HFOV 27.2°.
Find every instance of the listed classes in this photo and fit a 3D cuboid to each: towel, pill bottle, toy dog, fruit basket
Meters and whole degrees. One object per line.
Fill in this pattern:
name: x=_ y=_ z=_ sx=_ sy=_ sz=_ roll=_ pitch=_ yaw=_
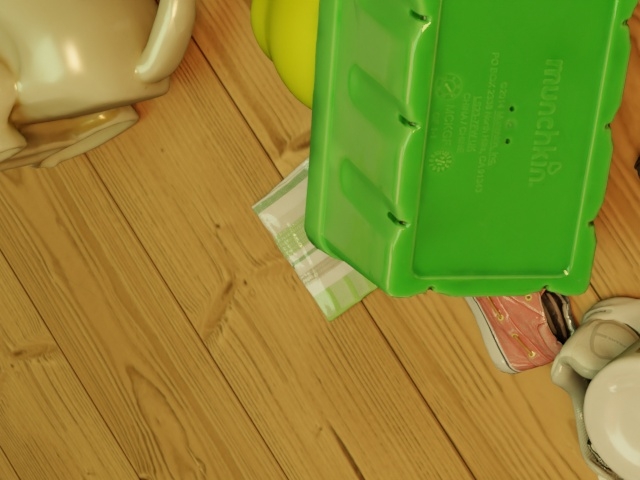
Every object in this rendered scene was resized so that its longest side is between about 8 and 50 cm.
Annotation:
towel: x=0.000 y=0.000 z=1.371 sx=0.113 sy=0.023 sz=0.152 roll=-39 pitch=82 yaw=43
pill bottle: x=0.300 y=0.113 z=1.052 sx=0.112 sy=0.187 sz=0.112 roll=17 pitch=118 yaw=35
toy dog: x=-0.346 y=-0.292 z=1.372 sx=0.395 sy=0.285 sz=0.407 roll=-23 pitch=90 yaw=43
fruit basket: x=0.094 y=-0.160 z=1.118 sx=0.392 sy=0.283 sz=0.392 roll=180 pitch=90 yaw=-80

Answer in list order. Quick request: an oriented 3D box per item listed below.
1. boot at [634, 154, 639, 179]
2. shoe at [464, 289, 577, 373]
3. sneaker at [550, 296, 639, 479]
boot: x=0.349 y=-0.027 z=1.050 sx=0.219 sy=0.082 sz=0.106 roll=45 pitch=155 yaw=6
shoe: x=0.173 y=0.037 z=1.217 sx=0.081 sy=0.063 sz=0.178 roll=-19 pitch=100 yaw=42
sneaker: x=0.287 y=0.199 z=1.150 sx=0.110 sy=0.118 sz=0.292 roll=-27 pitch=91 yaw=41
